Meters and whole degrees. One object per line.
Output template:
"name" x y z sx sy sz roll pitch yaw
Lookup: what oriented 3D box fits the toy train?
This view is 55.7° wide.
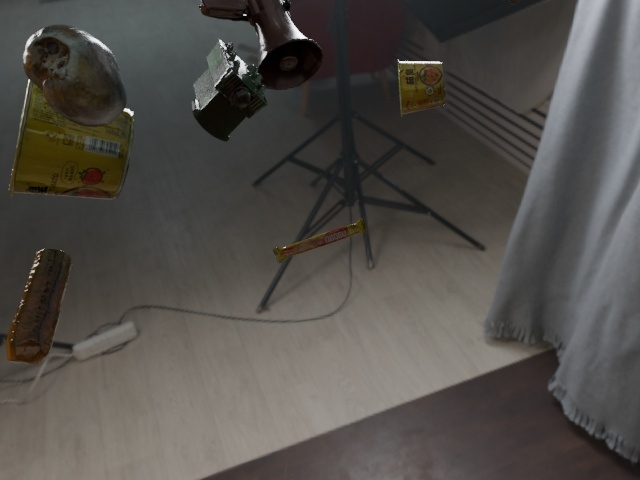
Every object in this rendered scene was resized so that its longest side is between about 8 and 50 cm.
"toy train" -0.244 -0.387 1.539 0.178 0.138 0.330 -44 32 12

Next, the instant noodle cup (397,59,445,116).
"instant noodle cup" 0.326 -0.497 1.955 0.144 0.182 0.182 -4 36 8

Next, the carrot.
"carrot" -0.748 0.177 1.614 0.114 0.114 0.302 4 69 13

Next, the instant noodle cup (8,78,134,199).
"instant noodle cup" -0.631 -0.246 1.543 0.254 0.326 0.325 9 28 -28

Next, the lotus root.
"lotus root" -0.430 -0.290 1.123 0.140 0.158 0.322 -40 1 -4

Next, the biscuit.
"biscuit" 0.000 0.000 1.806 0.291 0.048 0.026 -19 1 10

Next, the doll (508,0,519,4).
"doll" 0.548 -0.773 1.581 0.286 0.091 0.203 -42 55 21

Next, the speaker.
"speaker" -0.177 -0.592 1.712 0.259 0.198 0.330 -26 69 -9
